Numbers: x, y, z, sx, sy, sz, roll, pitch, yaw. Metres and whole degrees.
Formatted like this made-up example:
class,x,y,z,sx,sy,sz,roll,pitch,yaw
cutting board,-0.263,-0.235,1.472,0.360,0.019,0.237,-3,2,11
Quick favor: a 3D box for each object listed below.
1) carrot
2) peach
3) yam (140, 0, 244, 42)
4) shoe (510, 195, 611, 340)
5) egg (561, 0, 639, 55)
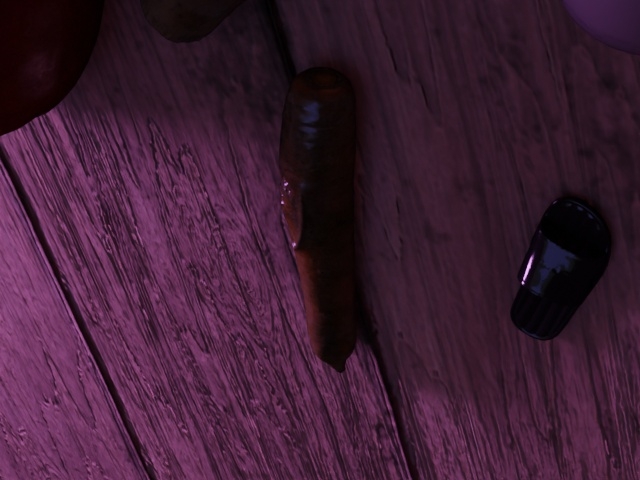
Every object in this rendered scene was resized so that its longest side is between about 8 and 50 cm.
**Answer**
class,x,y,z,sx,sy,sz,roll,pitch,yaw
carrot,0.001,-0.001,1.063,0.070,0.070,0.342,18,136,22
peach,-0.325,-0.201,1.004,0.258,0.201,0.361,26,143,8
yam,-0.016,-0.253,0.843,0.083,0.083,0.371,49,139,-11
shoe,0.186,0.037,0.974,0.062,0.053,0.159,30,140,15
egg,0.218,-0.187,0.682,0.146,0.146,0.199,46,129,-8
